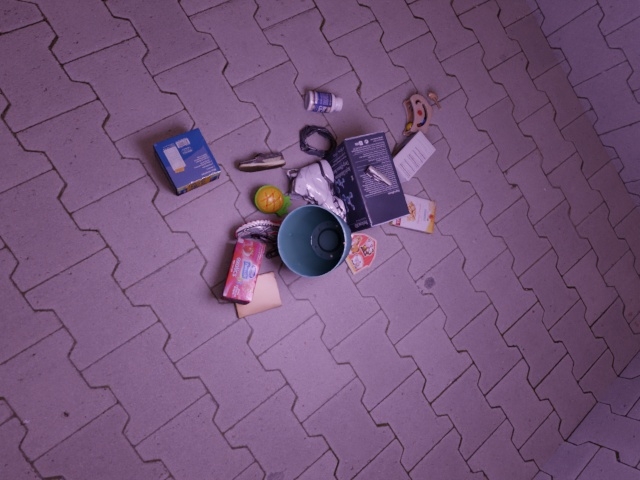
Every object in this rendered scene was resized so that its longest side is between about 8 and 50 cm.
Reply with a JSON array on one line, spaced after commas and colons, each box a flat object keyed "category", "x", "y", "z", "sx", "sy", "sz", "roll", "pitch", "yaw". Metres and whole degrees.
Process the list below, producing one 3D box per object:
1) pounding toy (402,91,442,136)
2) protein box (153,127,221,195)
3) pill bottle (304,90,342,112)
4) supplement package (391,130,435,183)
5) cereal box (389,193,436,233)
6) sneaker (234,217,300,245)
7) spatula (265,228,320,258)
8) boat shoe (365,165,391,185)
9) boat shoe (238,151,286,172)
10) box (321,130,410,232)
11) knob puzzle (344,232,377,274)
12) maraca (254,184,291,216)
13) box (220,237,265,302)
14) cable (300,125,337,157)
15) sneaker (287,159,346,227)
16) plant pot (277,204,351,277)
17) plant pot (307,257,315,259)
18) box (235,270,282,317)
[{"category": "pounding toy", "x": 0.522, "y": -0.678, "z": 2.084, "sx": 0.154, "sy": 0.155, "sz": 0.269, "roll": 24, "pitch": 77, "yaw": -20}, {"category": "protein box", "x": -0.556, "y": -0.326, "z": 1.676, "sx": 0.200, "sy": 0.136, "sz": 0.201, "roll": -29, "pitch": 94, "yaw": -20}, {"category": "pill bottle", "x": 0.016, "y": -0.668, "z": 1.937, "sx": 0.170, "sy": 0.094, "sz": 0.094, "roll": 0, "pitch": 84, "yaw": -19}, {"category": "supplement package", "x": 0.440, "y": -0.415, "z": 2.035, "sx": 0.134, "sy": 0.139, "sz": 0.244, "roll": 46, "pitch": 71, "yaw": -11}, {"category": "cereal box", "x": 0.477, "y": -0.140, "z": 2.066, "sx": 0.241, "sy": 0.047, "sz": 0.172, "roll": 11, "pitch": 80, "yaw": -18}, {"category": "sneaker", "x": -0.226, "y": -0.029, "z": 1.761, "sx": 0.300, "sy": 0.121, "sz": 0.111, "roll": -3, "pitch": 76, "yaw": -20}, {"category": "spatula", "x": -0.115, "y": 0.022, "z": 1.850, "sx": 0.297, "sy": 0.030, "sz": 0.084, "roll": -20, "pitch": 90, "yaw": -20}, {"category": "boat shoe", "x": 0.244, "y": -0.265, "z": 1.692, "sx": 0.125, "sy": 0.038, "sz": 0.046, "roll": 31, "pitch": 33, "yaw": -19}, {"category": "boat shoe", "x": -0.268, "y": -0.359, "z": 1.816, "sx": 0.224, "sy": 0.080, "sz": 0.073, "roll": -12, "pitch": 83, "yaw": -25}, {"category": "box", "x": 0.200, "y": -0.254, "z": 1.852, "sx": 0.212, "sy": 0.293, "sz": 0.395, "roll": -18, "pitch": 90, "yaw": -20}, {"category": "knob puzzle", "x": 0.201, "y": 0.048, "z": 1.946, "sx": 0.213, "sy": 0.030, "sz": 0.212, "roll": 0, "pitch": 90, "yaw": -22}, {"category": "maraca", "x": -0.212, "y": -0.177, "z": 1.805, "sx": 0.186, "sy": 0.099, "sz": 0.127, "roll": 23, "pitch": 97, "yaw": -36}, {"category": "box", "x": -0.328, "y": 0.132, "z": 1.693, "sx": 0.123, "sy": 0.128, "sz": 0.256, "roll": 16, "pitch": 71, "yaw": -14}, {"category": "cable", "x": -0.009, "y": -0.481, "z": 1.940, "sx": 0.185, "sy": 0.047, "sz": 0.150, "roll": 3, "pitch": 78, "yaw": -17}, {"category": "sneaker", "x": -0.023, "y": -0.186, "z": 1.854, "sx": 0.211, "sy": 0.137, "sz": 0.365, "roll": -14, "pitch": 84, "yaw": -19}, {"category": "plant pot", "x": 0.000, "y": 0.000, "z": 1.696, "sx": 0.293, "sy": 0.235, "sz": 0.292, "roll": 1, "pitch": 92, "yaw": 20}, {"category": "plant pot", "x": -0.060, "y": 0.118, "z": 1.839, "sx": 0.084, "sy": 0.083, "sz": 0.079, "roll": -8, "pitch": 99, "yaw": -20}, {"category": "box", "x": -0.283, "y": 0.238, "z": 1.771, "sx": 0.201, "sy": 0.021, "sz": 0.164, "roll": -13, "pitch": 88, "yaw": -20}]
